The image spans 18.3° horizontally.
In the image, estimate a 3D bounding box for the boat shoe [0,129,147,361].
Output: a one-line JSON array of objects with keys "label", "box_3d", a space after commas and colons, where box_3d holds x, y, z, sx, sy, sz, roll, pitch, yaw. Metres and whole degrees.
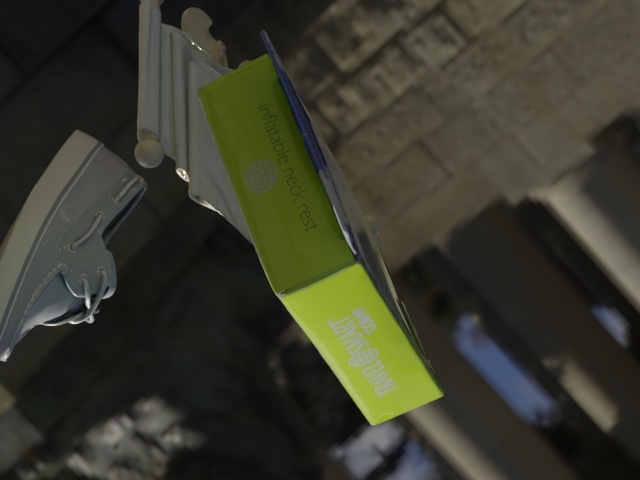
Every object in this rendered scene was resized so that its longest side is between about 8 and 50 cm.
[{"label": "boat shoe", "box_3d": [-0.172, 0.011, 1.339, 0.079, 0.081, 0.227, -56, -172, 40]}]

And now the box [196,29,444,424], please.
[{"label": "box", "box_3d": [0.000, 0.000, 0.858, 0.042, 0.109, 0.178, -25, 151, 4]}]

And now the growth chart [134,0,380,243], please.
[{"label": "growth chart", "box_3d": [-0.031, -0.036, 1.162, 0.021, 0.237, 0.172, -31, -148, 24]}]
